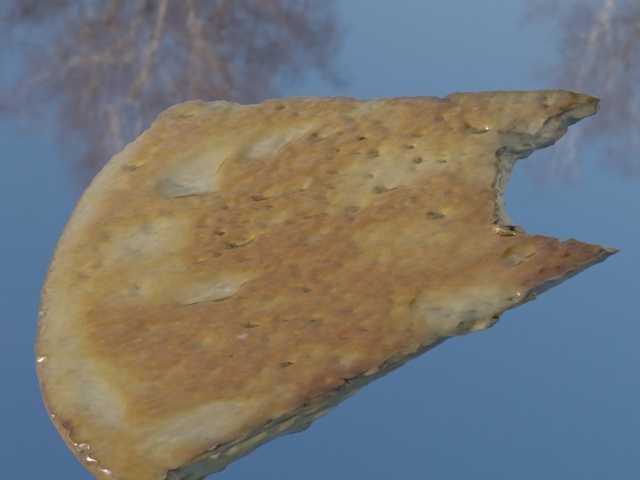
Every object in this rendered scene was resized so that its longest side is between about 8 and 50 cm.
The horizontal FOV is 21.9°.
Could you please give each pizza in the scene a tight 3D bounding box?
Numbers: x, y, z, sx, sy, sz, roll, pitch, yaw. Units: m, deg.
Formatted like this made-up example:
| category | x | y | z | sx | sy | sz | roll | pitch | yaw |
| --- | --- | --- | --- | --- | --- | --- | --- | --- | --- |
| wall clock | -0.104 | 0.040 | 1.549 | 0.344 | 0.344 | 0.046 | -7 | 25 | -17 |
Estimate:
| category | x | y | z | sx | sy | sz | roll | pitch | yaw |
| --- | --- | --- | --- | --- | --- | --- | --- | --- | --- |
| pizza | 0.000 | 0.000 | 0.698 | 0.262 | 0.034 | 0.181 | -21 | -124 | 1 |
